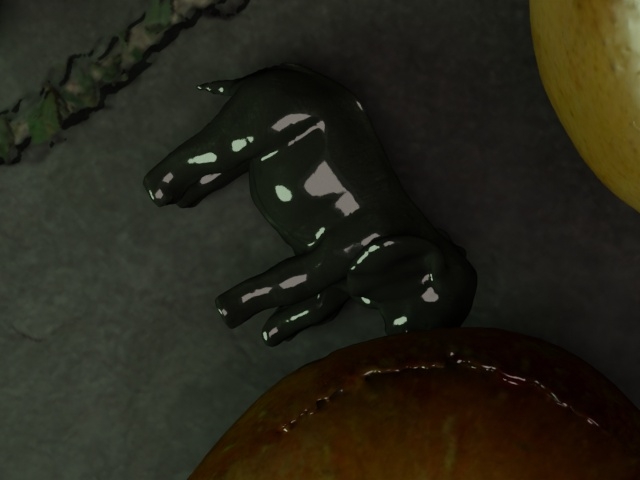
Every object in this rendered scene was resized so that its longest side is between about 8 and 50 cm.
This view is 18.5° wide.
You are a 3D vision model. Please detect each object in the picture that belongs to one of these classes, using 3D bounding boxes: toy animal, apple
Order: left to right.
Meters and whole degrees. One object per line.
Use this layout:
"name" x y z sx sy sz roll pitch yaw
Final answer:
"toy animal" 0.000 0.002 1.215 0.146 0.114 0.245 -32 98 13
"apple" 0.064 0.247 1.153 0.374 0.374 0.384 39 80 -3

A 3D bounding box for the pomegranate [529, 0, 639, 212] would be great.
"pomegranate" 0.303 -0.158 1.012 0.416 0.416 0.416 1 102 6
